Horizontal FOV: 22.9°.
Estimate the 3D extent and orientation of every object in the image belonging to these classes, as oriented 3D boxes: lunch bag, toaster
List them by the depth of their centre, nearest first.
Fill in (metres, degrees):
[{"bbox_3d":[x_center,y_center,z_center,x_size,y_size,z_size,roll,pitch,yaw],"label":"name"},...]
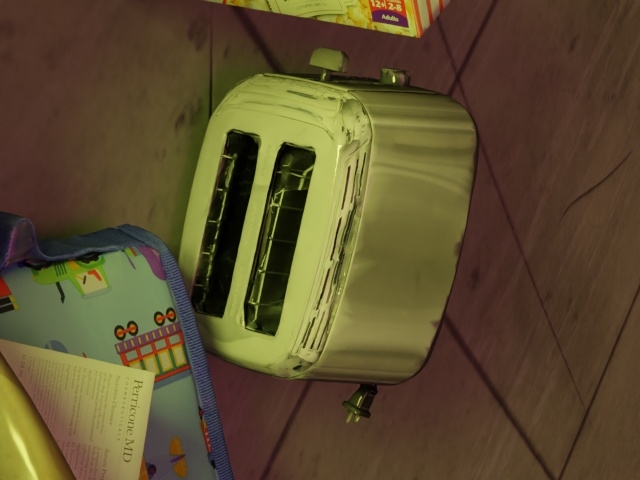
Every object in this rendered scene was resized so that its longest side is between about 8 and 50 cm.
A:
[{"bbox_3d":[-0.145,0.131,0.796,0.221,0.138,0.293,-17,107,-50],"label":"lunch bag"},{"bbox_3d":[0.000,0.000,0.961,0.146,0.129,0.227,6,99,-54],"label":"toaster"}]

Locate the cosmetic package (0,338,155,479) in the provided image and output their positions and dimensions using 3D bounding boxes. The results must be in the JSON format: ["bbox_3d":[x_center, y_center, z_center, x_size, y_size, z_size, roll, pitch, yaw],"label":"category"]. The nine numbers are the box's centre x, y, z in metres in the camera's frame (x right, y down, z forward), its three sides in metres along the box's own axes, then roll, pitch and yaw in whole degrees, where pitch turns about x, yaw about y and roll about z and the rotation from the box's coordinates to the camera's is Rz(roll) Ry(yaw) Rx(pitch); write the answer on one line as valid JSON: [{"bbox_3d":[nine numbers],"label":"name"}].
[{"bbox_3d":[-0.143,0.165,0.678,0.099,0.060,0.239,17,75,-32],"label":"cosmetic package"}]

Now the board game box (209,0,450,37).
[{"bbox_3d":[0.002,-0.174,0.825,0.147,0.193,0.045,-50,140,-36],"label":"board game box"}]

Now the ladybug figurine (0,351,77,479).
[{"bbox_3d":[-0.203,0.083,0.472,0.449,0.162,0.305,57,12,-32],"label":"ladybug figurine"}]
